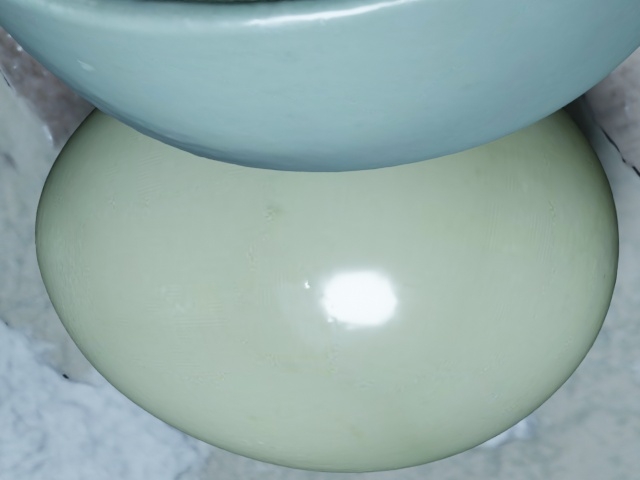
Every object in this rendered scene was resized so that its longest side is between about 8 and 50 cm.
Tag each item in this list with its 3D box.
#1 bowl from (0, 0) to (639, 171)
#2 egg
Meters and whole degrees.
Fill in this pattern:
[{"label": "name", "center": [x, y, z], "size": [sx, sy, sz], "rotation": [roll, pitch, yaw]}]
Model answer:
[{"label": "bowl", "center": [0.011, -0.120, 0.659], "size": [0.289, 0.289, 0.146], "rotation": [3, 140, 15]}, {"label": "egg", "center": [0.000, 0.000, 0.780], "size": [0.242, 0.186, 0.186], "rotation": [3, 124, 26]}]
